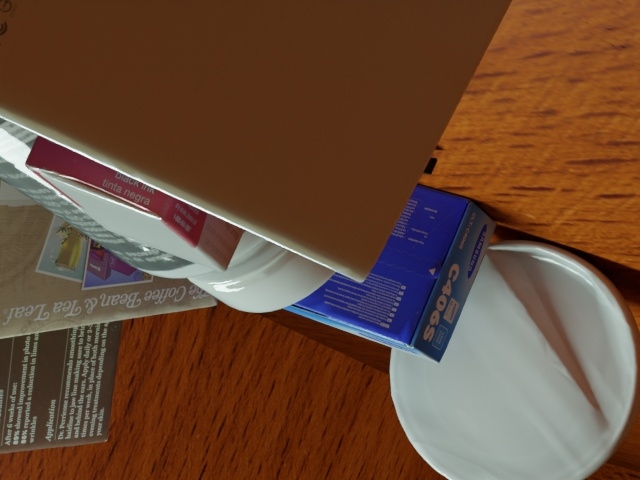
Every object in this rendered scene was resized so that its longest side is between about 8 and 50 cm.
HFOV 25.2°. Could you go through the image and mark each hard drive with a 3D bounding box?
[{"bbox_3d":[-0.074,-0.138,0.712,0.319,0.210,0.040,25,-169,-11],"label":"hard drive"}]

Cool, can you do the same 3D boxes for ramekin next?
[{"bbox_3d":[0.222,0.138,1.534,0.273,0.273,0.127,19,-177,27],"label":"ramekin"}]

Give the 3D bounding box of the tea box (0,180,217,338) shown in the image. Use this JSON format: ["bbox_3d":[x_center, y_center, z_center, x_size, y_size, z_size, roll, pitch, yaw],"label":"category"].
[{"bbox_3d":[-0.312,-0.056,1.486,0.323,0.220,0.329,18,-165,35],"label":"tea box"}]

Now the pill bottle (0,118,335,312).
[{"bbox_3d":[-0.130,-0.097,1.046,0.204,0.204,0.361,15,163,45],"label":"pill bottle"}]

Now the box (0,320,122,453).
[{"bbox_3d":[-0.412,0.128,1.545,0.381,0.191,0.143,0,-165,-41],"label":"box"}]

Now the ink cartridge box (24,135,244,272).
[{"bbox_3d":[-0.067,-0.107,0.853,0.092,0.218,0.158,20,172,13],"label":"ink cartridge box"}]

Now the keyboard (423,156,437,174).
[{"bbox_3d":[0.034,-0.079,1.357,0.108,0.023,0.180,7,-176,-36],"label":"keyboard"}]

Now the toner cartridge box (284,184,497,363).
[{"bbox_3d":[0.000,0.000,1.547,0.348,0.165,0.075,18,172,33],"label":"toner cartridge box"}]
